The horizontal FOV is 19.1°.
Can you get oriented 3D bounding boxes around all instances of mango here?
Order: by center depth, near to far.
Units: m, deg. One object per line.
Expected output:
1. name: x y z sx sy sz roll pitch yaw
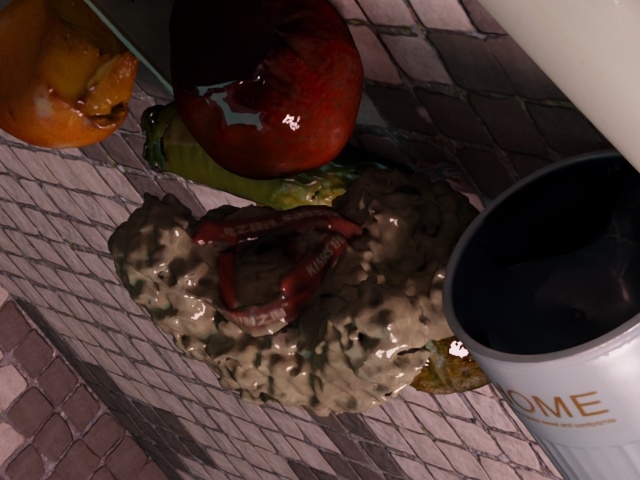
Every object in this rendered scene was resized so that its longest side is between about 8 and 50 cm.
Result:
1. mango: -0.341 -0.227 2.377 0.350 0.199 0.201 28 130 61

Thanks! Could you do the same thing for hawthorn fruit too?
1. hawthorn fruit: -0.057 -0.157 1.980 0.215 0.215 0.250 35 157 15

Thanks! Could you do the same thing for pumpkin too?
1. pumpkin: 0.180 0.107 2.100 0.278 0.163 0.111 36 156 -23

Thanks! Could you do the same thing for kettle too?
1. kettle: 0.223 -0.192 1.428 0.318 0.205 0.265 44 156 -16

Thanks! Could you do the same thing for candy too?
1. candy: 0.125 -0.075 2.078 0.030 0.020 0.083 52 157 -24

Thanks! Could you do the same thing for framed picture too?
1. framed picture: -0.208 -0.267 2.131 0.010 0.136 0.201 -33 108 34

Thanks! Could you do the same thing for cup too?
1. cup: 0.329 0.098 1.813 0.331 0.257 0.311 -21 129 19

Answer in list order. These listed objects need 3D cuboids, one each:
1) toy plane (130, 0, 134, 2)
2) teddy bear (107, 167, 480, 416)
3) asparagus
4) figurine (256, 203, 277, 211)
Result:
1. toy plane: -0.173 -0.335 1.976 0.381 0.106 0.155 24 142 49
2. teddy bear: 0.021 0.017 1.945 0.357 0.367 0.224 18 135 28
3. asparagus: -0.047 -0.087 2.215 0.382 0.128 0.108 21 110 38
4. figurine: 0.000 0.000 2.330 0.195 0.102 0.111 44 162 -10
